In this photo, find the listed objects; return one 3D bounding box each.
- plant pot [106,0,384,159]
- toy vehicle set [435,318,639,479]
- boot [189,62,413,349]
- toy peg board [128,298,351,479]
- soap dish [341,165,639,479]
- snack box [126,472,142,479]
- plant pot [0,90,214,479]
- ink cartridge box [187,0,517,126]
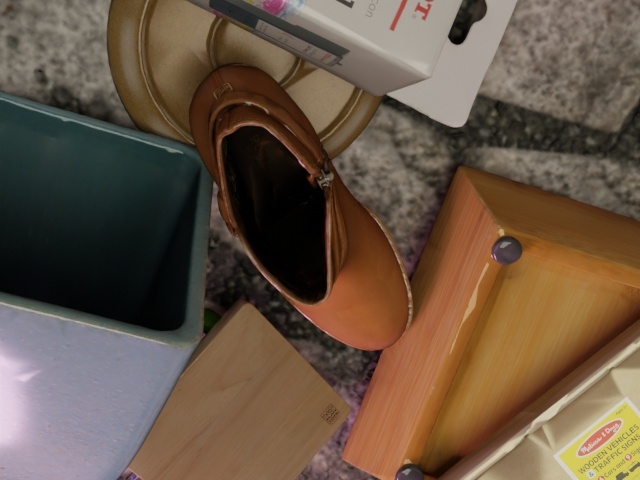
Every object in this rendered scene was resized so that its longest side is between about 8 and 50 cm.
[{"bbox_3d":[-0.052,-0.156,0.819,0.236,0.032,0.236,-3,107,-8],"label":"plant pot"},{"bbox_3d":[0.245,0.183,0.823,0.267,0.035,0.166,-39,94,5],"label":"toy vehicle set"},{"bbox_3d":[0.000,0.000,0.742,0.109,0.220,0.283,-26,109,0],"label":"boot"},{"bbox_3d":[-0.086,0.148,0.881,0.161,0.079,0.161,-48,123,-11],"label":"toy peg board"},{"bbox_3d":[0.176,0.105,0.892,0.229,0.118,0.291,17,105,-14],"label":"soap dish"},{"bbox_3d":[-0.148,0.235,0.932,0.064,0.022,0.178,40,97,-19],"label":"snack box"},{"bbox_3d":[-0.235,0.064,0.755,0.247,0.247,0.252,15,122,-13],"label":"plant pot"},{"bbox_3d":[0.010,-0.242,0.727,0.353,0.119,0.207,24,85,-15],"label":"ink cartridge box"}]
